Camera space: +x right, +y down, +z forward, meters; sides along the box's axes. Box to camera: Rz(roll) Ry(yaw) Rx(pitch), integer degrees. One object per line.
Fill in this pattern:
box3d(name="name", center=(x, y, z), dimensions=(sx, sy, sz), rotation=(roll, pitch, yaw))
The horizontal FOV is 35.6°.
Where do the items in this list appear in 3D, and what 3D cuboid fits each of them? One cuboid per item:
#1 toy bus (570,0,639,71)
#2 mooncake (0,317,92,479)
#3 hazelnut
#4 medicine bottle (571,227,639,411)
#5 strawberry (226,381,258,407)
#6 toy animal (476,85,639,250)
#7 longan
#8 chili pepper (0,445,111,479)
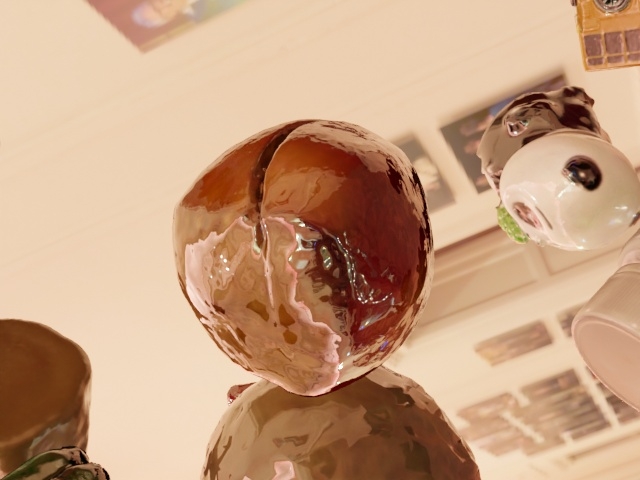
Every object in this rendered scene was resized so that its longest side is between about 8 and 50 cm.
box3d(name="toy bus", center=(0.372, -0.241, 1.035), dimensions=(0.098, 0.201, 0.114), rotation=(-53, -46, -52))
box3d(name="mooncake", center=(-0.588, 0.312, 1.759), dimensions=(0.378, 0.378, 0.200), rotation=(-90, 6, -59))
box3d(name="hazelnut", center=(0.000, 0.000, 0.729), dimensions=(0.208, 0.208, 0.208), rotation=(60, -166, -27))
box3d(name="medicine bottle", center=(0.474, 0.041, 1.190), dimensions=(0.208, 0.340, 0.208), rotation=(42, 161, 18))
box3d(name="strawberry", center=(-0.107, 0.336, 1.934), dimensions=(0.148, 0.131, 0.131), rotation=(42, -153, -40))
box3d(name="toy animal", center=(0.348, -0.087, 1.476), dimensions=(0.212, 0.212, 0.266), rotation=(58, -165, -35))
box3d(name="longan", center=(0.021, 0.346, 1.313), dimensions=(0.391, 0.391, 0.391), rotation=(60, -166, -27))
box3d(name="chili pepper", center=(-0.413, 0.451, 1.474), dimensions=(0.257, 0.248, 0.233), rotation=(-30, -74, -38))
